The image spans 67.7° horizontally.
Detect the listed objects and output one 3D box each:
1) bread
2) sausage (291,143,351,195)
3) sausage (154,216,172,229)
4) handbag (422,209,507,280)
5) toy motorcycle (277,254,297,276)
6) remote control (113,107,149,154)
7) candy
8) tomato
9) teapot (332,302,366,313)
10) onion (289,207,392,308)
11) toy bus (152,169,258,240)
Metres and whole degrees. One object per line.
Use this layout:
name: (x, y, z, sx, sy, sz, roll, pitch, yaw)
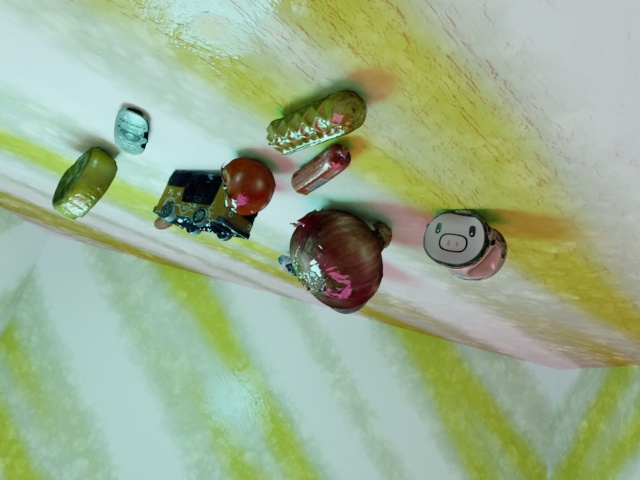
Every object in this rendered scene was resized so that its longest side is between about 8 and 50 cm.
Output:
bread: (-0.010, -0.245, 1.001, 0.098, 0.087, 0.269, 28, 160, -33)
sausage: (0.004, -0.184, 1.220, 0.074, 0.074, 0.274, 21, 163, -19)
sausage: (-0.739, -0.084, 2.247, 0.062, 0.062, 0.154, 26, 161, -31)
handbag: (0.401, 0.013, 1.328, 0.205, 0.179, 0.116, 8, 171, 43)
toy motorcycle: (-0.107, 0.111, 2.240, 0.204, 0.108, 0.239, 27, -179, 34)
remote control: (-0.535, -0.308, 1.356, 0.097, 0.045, 0.256, 21, 160, -22)
candy: (-0.790, -0.191, 1.603, 0.260, 0.259, 0.118, -2, 152, 46)
tomato: (-0.206, -0.161, 1.364, 0.167, 0.167, 0.167, 14, 164, 4)
teapot: (0.031, 0.130, 2.041, 0.312, 0.233, 0.315, 41, 179, -43)
onion: (0.047, 0.052, 1.554, 0.354, 0.353, 0.353, 14, 164, 4)
toy bus: (-0.368, -0.117, 1.569, 0.324, 0.194, 0.162, 9, 162, 32)
